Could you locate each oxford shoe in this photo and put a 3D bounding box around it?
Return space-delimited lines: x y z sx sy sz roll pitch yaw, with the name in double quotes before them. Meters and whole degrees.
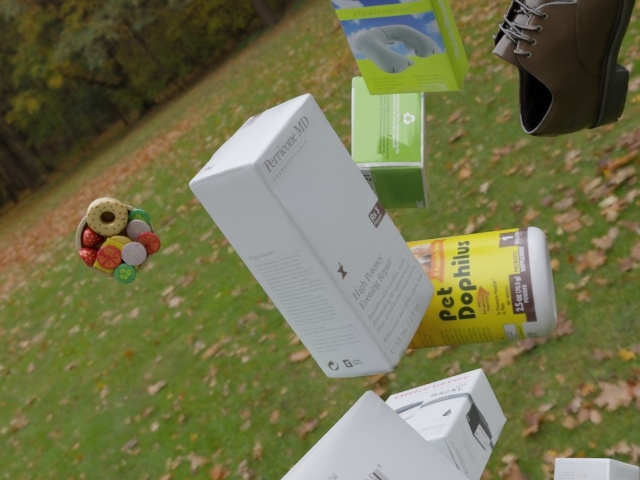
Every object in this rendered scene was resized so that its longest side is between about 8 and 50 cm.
"oxford shoe" 0.179 -0.171 0.657 0.096 0.227 0.083 -18 37 -6

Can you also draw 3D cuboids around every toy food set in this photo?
"toy food set" -0.208 0.001 0.887 0.083 0.082 0.020 -61 17 12

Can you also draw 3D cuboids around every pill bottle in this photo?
"pill bottle" 0.139 0.055 0.933 0.215 0.117 0.117 -8 25 17

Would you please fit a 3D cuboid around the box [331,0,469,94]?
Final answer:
"box" 0.076 -0.229 0.879 0.109 0.178 0.042 2 51 30

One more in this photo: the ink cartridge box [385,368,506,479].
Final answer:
"ink cartridge box" 0.205 0.385 1.667 0.223 0.129 0.307 -22 5 27

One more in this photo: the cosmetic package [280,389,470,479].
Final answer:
"cosmetic package" -0.010 0.332 0.842 0.197 0.155 0.365 -39 -15 -40

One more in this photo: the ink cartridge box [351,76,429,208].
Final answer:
"ink cartridge box" 0.098 -0.068 1.169 0.097 0.255 0.189 -2 -14 8

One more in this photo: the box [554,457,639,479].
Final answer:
"box" 0.507 0.496 1.601 0.130 0.091 0.170 -18 57 54

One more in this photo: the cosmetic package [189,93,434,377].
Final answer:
"cosmetic package" 0.000 0.000 0.775 0.085 0.231 0.117 -14 30 39
